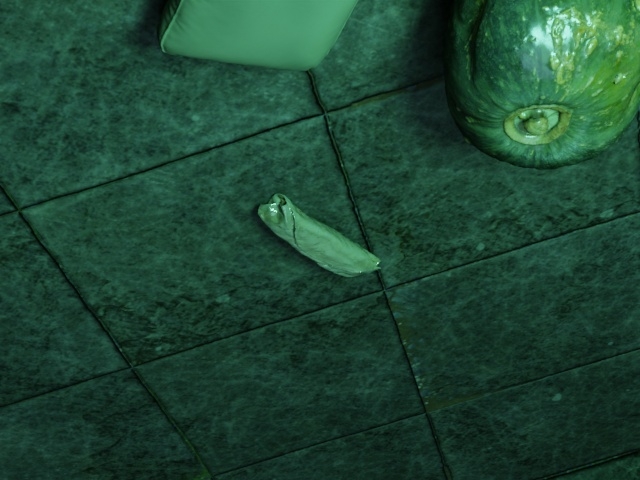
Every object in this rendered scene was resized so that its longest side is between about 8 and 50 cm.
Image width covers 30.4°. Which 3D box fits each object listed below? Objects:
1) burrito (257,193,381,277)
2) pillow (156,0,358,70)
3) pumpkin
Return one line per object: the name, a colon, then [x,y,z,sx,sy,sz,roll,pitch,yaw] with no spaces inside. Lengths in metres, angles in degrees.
burrito: [0.000,0.000,2.001,0.082,0.059,0.275,-20,144,31]
pillow: [-0.054,-0.337,1.497,0.255,0.119,0.322,3,150,-24]
pumpkin: [0.313,-0.261,1.616,0.292,0.257,0.327,2,148,-1]
